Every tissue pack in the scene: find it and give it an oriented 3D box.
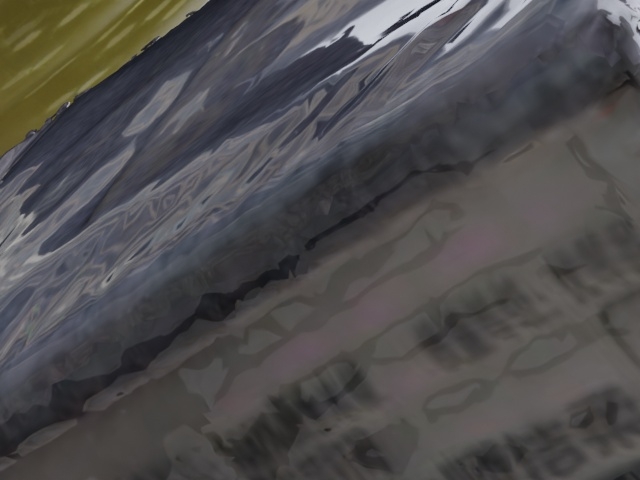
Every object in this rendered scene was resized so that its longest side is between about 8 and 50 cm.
[{"bbox_3d":[0.000,0.000,0.553,0.394,0.288,0.124,-30,-70,39],"label":"tissue pack"}]

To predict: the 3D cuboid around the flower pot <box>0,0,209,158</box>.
[{"bbox_3d":[-0.143,-0.166,1.068,0.179,0.195,0.195,-27,-90,28],"label":"flower pot"}]
